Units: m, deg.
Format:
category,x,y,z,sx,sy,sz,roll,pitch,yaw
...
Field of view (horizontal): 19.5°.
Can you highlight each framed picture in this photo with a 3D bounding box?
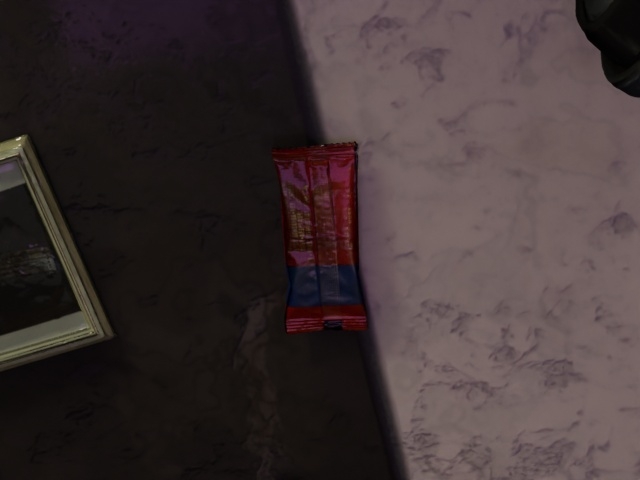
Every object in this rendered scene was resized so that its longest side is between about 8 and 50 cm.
category,x,y,z,sx,sy,sz,roll,pitch,yaw
framed picture,-0.377,0.040,1.837,0.293,0.018,0.231,-17,111,11

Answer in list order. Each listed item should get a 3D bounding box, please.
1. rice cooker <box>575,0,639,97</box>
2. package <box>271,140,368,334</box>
category,x,y,z,sx,sy,sz,roll,pitch,yaw
rice cooker,0.353,-0.215,1.549,0.224,0.267,0.267,29,112,-11
package,0.000,0.000,1.787,0.083,0.022,0.200,-1,114,6
